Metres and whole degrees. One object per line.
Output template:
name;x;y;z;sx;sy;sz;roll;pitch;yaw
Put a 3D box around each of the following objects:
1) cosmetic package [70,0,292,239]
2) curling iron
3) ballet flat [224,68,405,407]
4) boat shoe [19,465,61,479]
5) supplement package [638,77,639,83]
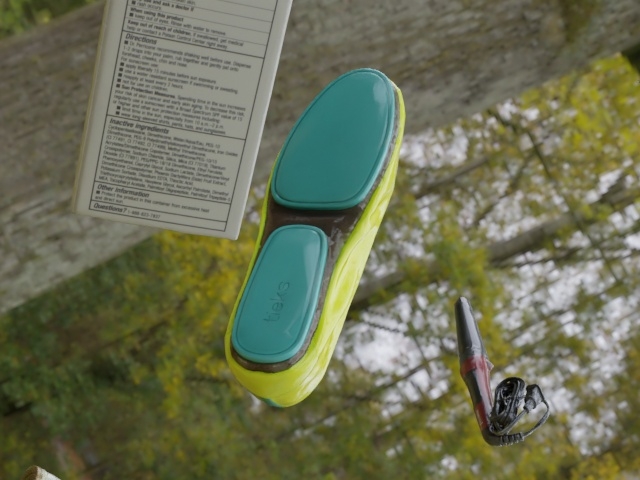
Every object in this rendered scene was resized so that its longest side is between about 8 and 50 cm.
cosmetic package;-0.116;-0.166;1.043;0.129;0.153;0.296;-110;-147;-66
curling iron;0.167;0.123;1.204;0.035;0.068;0.274;60;6;-20
ballet flat;0.000;0.000;0.751;0.077;0.231;0.077;7;-33;20
boat shoe;-0.279;0.270;1.118;0.045;0.135;0.050;29;18;-26
supplement package;0.485;-0.158;1.282;0.244;0.134;0.139;36;19;15
